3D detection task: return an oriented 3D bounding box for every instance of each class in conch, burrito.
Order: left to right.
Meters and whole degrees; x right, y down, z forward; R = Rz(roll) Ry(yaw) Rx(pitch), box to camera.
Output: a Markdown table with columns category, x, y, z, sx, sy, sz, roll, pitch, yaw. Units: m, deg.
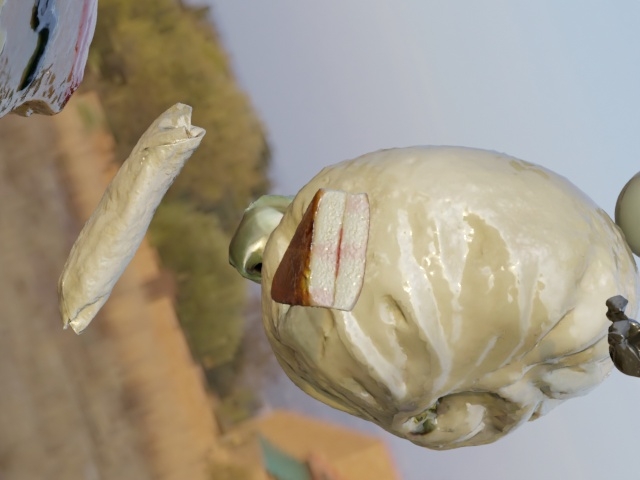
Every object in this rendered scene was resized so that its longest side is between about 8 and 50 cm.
| category | x | y | z | sx | sy | sz | roll | pitch | yaw |
| --- | --- | --- | --- | --- | --- | --- | --- | --- | --- |
| burrito | -0.208 | -0.024 | 1.967 | 0.059 | 0.275 | 0.082 | 22 | 24 | -28 |
| conch | -0.001 | 0.002 | 2.214 | 0.188 | 0.176 | 0.122 | 13 | -43 | 56 |

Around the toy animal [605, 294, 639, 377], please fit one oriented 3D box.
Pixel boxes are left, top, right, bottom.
| category | x | y | z | sx | sy | sz | roll | pitch | yaw |
| --- | --- | --- | --- | --- | --- | --- | --- | --- | --- |
| toy animal | 0.269 | 0.081 | 1.339 | 0.047 | 0.135 | 0.065 | -62 | 146 | -38 |

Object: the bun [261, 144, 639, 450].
| category | x | y | z | sx | sy | sz | roll | pitch | yaw |
| --- | --- | --- | --- | --- | --- | --- | --- | --- | --- |
| bun | 0.118 | 0.071 | 1.731 | 0.360 | 0.359 | 0.211 | 71 | 18 | -55 |

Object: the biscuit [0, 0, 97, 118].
| category | x | y | z | sx | sy | sz | roll | pitch | yaw |
| --- | --- | --- | --- | --- | --- | --- | --- | --- | --- |
| biscuit | -0.237 | -0.169 | 1.329 | 0.394 | 0.076 | 0.368 | -54 | 159 | -61 |

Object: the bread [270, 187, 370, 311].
| category | x | y | z | sx | sy | sz | roll | pitch | yaw |
| --- | --- | --- | --- | --- | --- | --- | --- | --- | --- |
| bread | 0.002 | 0.022 | 1.197 | 0.109 | 0.043 | 0.062 | 117 | -28 | -42 |

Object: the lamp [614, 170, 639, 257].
| category | x | y | z | sx | sy | sz | roll | pitch | yaw |
| --- | --- | --- | --- | --- | --- | --- | --- | --- | --- |
| lamp | 0.342 | -0.025 | 1.839 | 0.105 | 0.105 | 0.105 | 159 | -90 | -89 |
